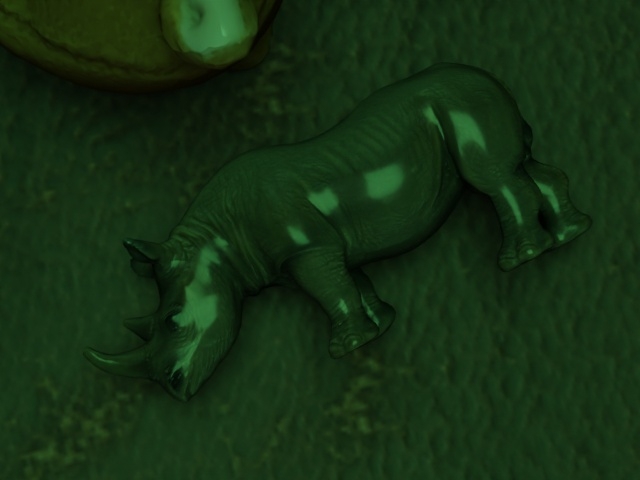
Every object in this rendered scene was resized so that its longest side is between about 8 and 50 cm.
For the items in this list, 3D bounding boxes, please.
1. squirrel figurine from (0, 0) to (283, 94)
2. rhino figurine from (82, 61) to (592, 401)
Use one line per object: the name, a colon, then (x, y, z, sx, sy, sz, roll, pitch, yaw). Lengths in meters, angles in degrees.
squirrel figurine: (-0.016, -0.250, 0.787, 0.397, 0.281, 0.370, -1, 91, -4)
rhino figurine: (0.000, 0.000, 0.848, 0.243, 0.073, 0.106, -26, 86, -5)
